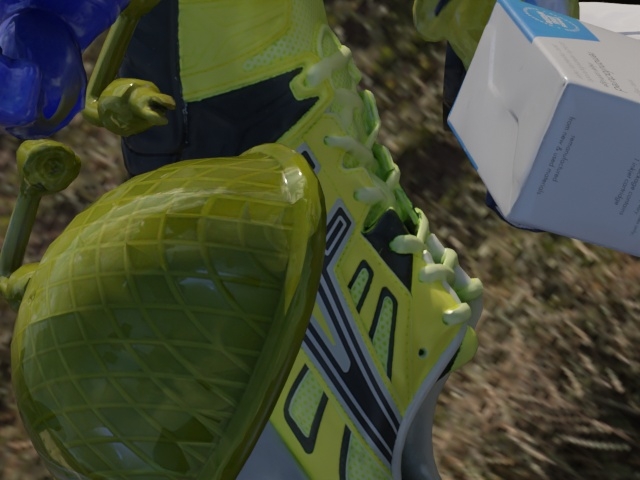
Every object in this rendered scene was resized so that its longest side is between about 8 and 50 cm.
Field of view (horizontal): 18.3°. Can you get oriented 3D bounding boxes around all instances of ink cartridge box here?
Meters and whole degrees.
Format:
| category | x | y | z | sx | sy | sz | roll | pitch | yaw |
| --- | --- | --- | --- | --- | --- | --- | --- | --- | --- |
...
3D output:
| category | x | y | z | sx | sy | sz | roll | pitch | yaw |
| --- | --- | --- | --- | --- | --- | --- | --- | --- | --- |
| ink cartridge box | 0.070 | -0.014 | 0.362 | 0.048 | 0.083 | 0.028 | -112 | 40 | -63 |

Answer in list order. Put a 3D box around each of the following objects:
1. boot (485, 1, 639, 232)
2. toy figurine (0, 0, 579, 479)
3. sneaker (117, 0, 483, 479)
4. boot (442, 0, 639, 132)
| category | x | y | z | sx | sy | sz | roll | pitch | yaw |
| --- | --- | --- | --- | --- | --- | --- | --- | --- | --- |
| boot | 0.141 | -0.038 | 0.715 | 0.190 | 0.069 | 0.086 | 3 | 68 | 56 |
| toy figurine | -0.066 | -0.109 | 0.511 | 0.191 | 0.217 | 0.363 | 46 | 111 | 44 |
| sneaker | 0.000 | 0.000 | 0.916 | 0.147 | 0.145 | 0.385 | -4 | 104 | 14 |
| boot | 0.246 | -0.181 | 1.294 | 0.260 | 0.131 | 0.348 | 19 | 60 | 20 |
